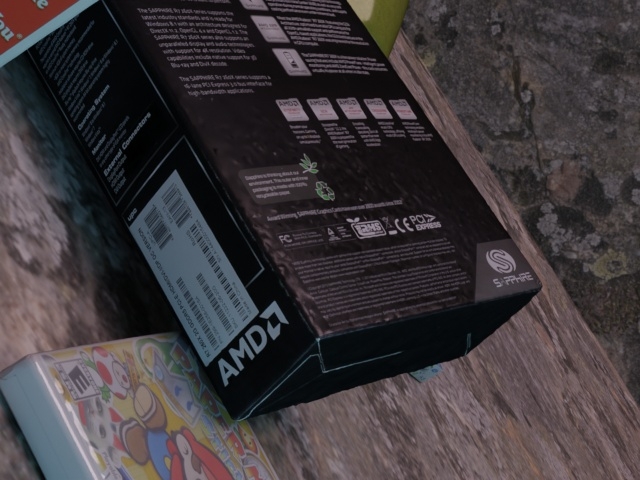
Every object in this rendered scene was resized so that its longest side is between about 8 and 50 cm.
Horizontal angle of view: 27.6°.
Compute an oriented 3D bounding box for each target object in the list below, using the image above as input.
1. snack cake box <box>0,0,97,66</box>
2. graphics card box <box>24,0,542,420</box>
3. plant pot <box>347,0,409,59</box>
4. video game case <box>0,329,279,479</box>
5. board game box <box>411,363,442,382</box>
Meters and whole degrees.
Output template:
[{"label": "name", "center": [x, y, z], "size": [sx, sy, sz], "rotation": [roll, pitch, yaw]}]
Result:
[{"label": "snack cake box", "center": [-0.208, -0.222, 0.649], "size": [0.264, 0.152, 0.089], "rotation": [51, 15, -31]}, {"label": "graphics card box", "center": [-0.042, -0.080, 0.832], "size": [0.232, 0.094, 0.371], "rotation": [-9, 59, -50]}, {"label": "plant pot", "center": [-0.008, -0.289, 1.369], "size": [0.275, 0.274, 0.294], "rotation": [45, 33, -45]}, {"label": "video game case", "center": [-0.053, 0.152, 0.654], "size": [0.227, 0.026, 0.206], "rotation": [60, 13, 8]}, {"label": "board game box", "center": [0.063, 0.055, 1.285], "size": [0.103, 0.026, 0.154], "rotation": [42, 21, -52]}]
